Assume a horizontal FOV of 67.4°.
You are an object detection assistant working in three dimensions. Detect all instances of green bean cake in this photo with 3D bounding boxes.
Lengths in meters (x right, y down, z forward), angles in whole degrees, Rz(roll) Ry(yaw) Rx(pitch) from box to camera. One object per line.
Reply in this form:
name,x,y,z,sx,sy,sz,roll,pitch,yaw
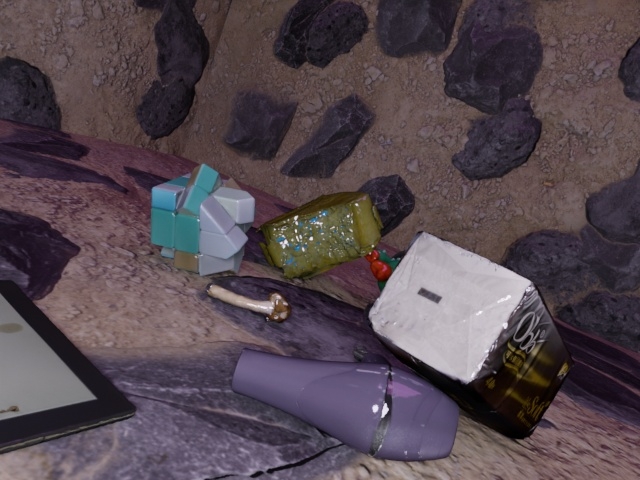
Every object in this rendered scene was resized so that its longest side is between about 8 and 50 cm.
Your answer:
green bean cake,0.000,0.000,1.339,0.309,0.202,0.285,-23,12,-13

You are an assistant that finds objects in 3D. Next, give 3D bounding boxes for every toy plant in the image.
toy plant,0.268,0.128,1.415,0.185,0.280,0.400,-19,-13,20

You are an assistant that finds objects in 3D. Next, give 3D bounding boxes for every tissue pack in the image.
tissue pack,0.251,0.169,0.787,0.210,0.198,0.370,33,-7,44

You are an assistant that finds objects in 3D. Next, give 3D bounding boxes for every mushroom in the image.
mushroom,-0.149,0.117,0.979,0.186,0.062,0.060,17,14,3

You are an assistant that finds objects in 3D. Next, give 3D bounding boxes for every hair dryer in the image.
hair dryer,0.046,0.221,0.772,0.300,0.121,0.361,14,-1,8

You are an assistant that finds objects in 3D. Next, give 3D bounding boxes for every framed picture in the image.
framed picture,-0.406,0.120,0.521,0.346,0.016,0.265,26,10,32

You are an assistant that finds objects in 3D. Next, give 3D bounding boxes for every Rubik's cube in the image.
Rubik's cube,-0.252,-0.052,1.115,0.212,0.266,0.224,12,22,9
